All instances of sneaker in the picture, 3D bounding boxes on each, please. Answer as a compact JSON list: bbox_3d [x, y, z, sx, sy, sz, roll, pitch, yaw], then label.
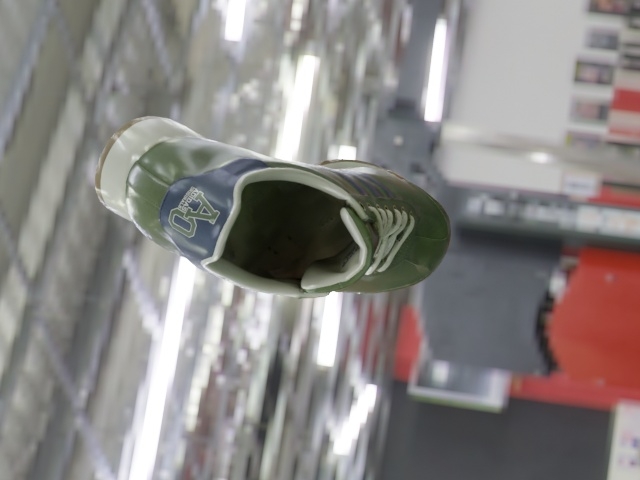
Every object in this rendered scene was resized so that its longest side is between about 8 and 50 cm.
[{"bbox_3d":[0.000,0.000,0.811,0.192,0.086,0.064,14,-77,-41],"label":"sneaker"}]
